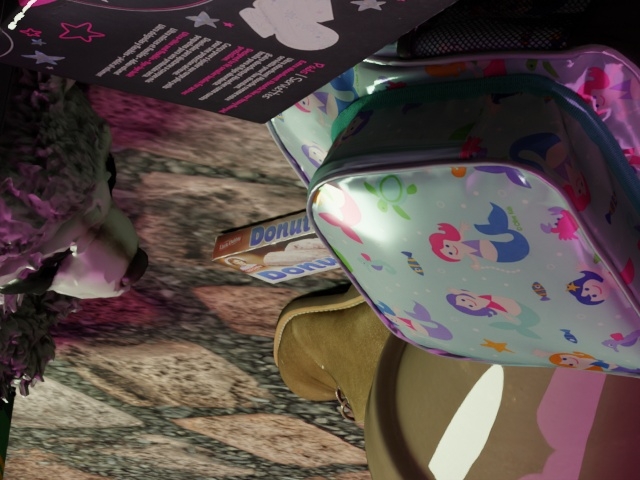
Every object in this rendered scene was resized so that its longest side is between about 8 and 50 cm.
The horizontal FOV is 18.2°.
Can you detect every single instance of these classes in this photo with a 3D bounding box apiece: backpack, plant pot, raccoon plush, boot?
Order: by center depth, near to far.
[{"bbox_3d":[0.096,-0.048,1.024,0.253,0.191,0.225,10,148,41],"label":"backpack"},{"bbox_3d":[-0.322,-0.037,1.241,0.446,0.216,0.299,9,153,-1],"label":"raccoon plush"},{"bbox_3d":[0.171,0.078,1.334,0.263,0.263,0.229,8,142,-1],"label":"plant pot"},{"bbox_3d":[0.031,0.106,1.616,0.112,0.115,0.305,12,162,-17],"label":"boot"}]

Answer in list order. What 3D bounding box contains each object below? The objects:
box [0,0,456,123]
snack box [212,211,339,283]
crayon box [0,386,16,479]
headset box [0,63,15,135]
[{"bbox_3d":[-0.023,-0.165,0.783,0.142,0.163,0.247,13,161,-25],"label":"box"},{"bbox_3d":[0.000,0.000,1.461,0.064,0.022,0.178,21,157,-37],"label":"snack box"},{"bbox_3d":[-0.457,0.181,1.729,0.363,0.313,0.106,11,125,-11],"label":"crayon box"},{"bbox_3d":[-0.276,-0.078,1.010,0.131,0.246,0.283,25,154,-39],"label":"headset box"}]
